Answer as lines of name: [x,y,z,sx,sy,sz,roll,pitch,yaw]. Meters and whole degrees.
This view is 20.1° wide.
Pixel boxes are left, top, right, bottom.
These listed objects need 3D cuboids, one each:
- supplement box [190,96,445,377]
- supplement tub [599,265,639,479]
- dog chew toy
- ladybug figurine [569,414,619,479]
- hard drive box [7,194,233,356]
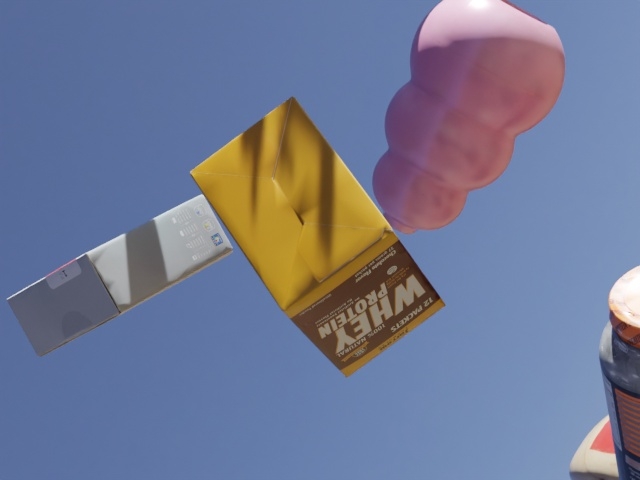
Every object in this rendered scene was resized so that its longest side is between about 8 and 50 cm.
supplement box: [0.000,0.000,1.792,0.129,0.191,0.194,-36,-30,2]
supplement tub: [0.426,0.188,2.074,0.193,0.193,0.316,-42,-49,-39]
dog chew toy: [0.180,-0.159,2.378,0.332,0.206,0.206,-61,-19,13]
ladybug figurine: [0.544,0.312,2.467,0.305,0.449,0.162,20,-100,-41]
hard drive box: [-0.256,0.045,2.331,0.181,0.089,0.232,-27,3,41]
